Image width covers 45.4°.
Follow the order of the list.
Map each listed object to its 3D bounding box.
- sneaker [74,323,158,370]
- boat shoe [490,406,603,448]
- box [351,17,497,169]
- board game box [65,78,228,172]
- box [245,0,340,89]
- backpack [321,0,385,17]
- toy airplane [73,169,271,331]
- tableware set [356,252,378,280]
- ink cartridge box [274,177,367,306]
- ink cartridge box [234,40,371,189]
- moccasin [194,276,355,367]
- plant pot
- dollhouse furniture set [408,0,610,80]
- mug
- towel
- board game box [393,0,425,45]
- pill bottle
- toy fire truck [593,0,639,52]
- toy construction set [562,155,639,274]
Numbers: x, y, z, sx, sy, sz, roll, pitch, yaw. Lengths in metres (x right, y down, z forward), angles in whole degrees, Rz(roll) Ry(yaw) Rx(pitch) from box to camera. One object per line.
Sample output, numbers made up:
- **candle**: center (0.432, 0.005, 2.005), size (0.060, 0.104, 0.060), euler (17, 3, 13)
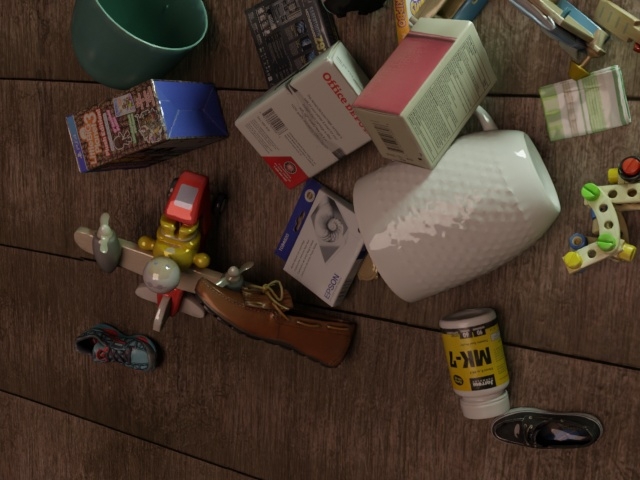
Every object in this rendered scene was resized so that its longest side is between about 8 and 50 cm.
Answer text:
- **sneaker**: center (-0.563, 0.310, 2.095), size (0.261, 0.125, 0.104), euler (11, 104, 28)
- **boat shoe**: center (0.452, 0.392, 1.561), size (0.228, 0.076, 0.080), euler (-4, 97, 30)
- **box**: center (0.191, -0.269, 1.392), size (0.127, 0.149, 0.232), euler (21, 68, 44)
- **board game box**: center (-0.416, -0.273, 1.847), size (0.291, 0.232, 0.141), euler (-14, 91, 30)
- **box**: center (-0.052, -0.441, 1.710), size (0.183, 0.059, 0.233), euler (-19, 88, 31)
- **backpack**: center (0.060, -0.571, 1.555), size (0.144, 0.166, 0.188), euler (-41, 72, 52)
- **toy airplane**: center (-0.361, 0.065, 1.850), size (0.386, 0.272, 0.384), euler (-23, 107, 17)
- **tableware set**: center (0.062, 0.032, 1.752), size (0.168, 0.020, 0.141), euler (-14, 86, 34)
- **ink cartridge box**: center (0.000, 0.000, 1.750), size (0.224, 0.045, 0.223), euler (36, 113, 27)
- **ink cartridge box**: center (-0.013, -0.266, 1.646), size (0.273, 0.114, 0.197), euler (-28, 113, 31)
- **moccasin**: center (-0.099, 0.161, 1.725), size (0.380, 0.139, 0.147), euler (23, 93, -9)
- **plant pot**: center (-0.451, -0.496, 1.808), size (0.235, 0.293, 0.293), euler (-39, 79, 42)
- **dollhouse furniture set**: center (0.320, -0.387, 1.377), size (0.303, 0.286, 0.198), euler (51, 119, 25)
- **mug**: center (0.261, -0.107, 1.489), size (0.328, 0.276, 0.374), euler (-24, 66, 23)
- **towel**: center (0.499, -0.257, 1.451), size (0.152, 0.023, 0.113), euler (-11, 92, 31)
- **board game box**: center (0.189, -0.412, 1.541), size (0.039, 0.124, 0.259), euler (-7, 95, 29)
- **pill bottle**: center (0.323, 0.253, 1.586), size (0.119, 0.119, 0.209), euler (-11, 93, 31)
- **toy fire truck**: center (0.607, -0.401, 1.310), size (0.246, 0.158, 0.217), euler (21, 109, 14)
- **toy construction set**: center (0.603, -0.039, 1.357), size (0.327, 0.151, 0.215), euler (2, 75, 22)
